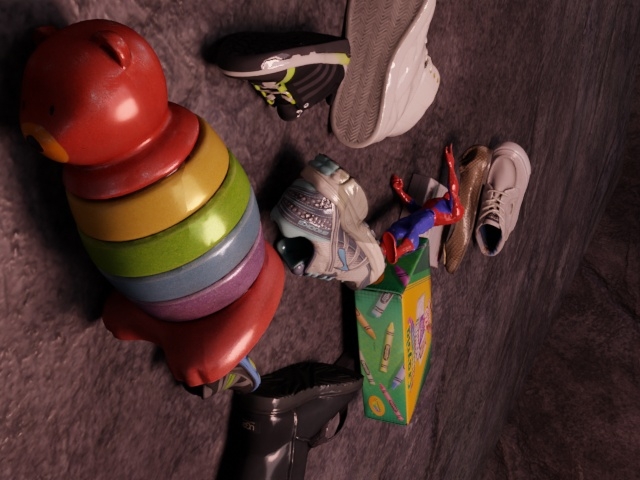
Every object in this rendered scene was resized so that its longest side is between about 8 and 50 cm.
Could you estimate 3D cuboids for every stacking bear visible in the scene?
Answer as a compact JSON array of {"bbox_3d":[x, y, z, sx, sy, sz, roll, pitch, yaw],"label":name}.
[{"bbox_3d":[-0.147,-0.046,0.678,0.164,0.175,0.289,-44,134,-25],"label":"stacking bear"}]

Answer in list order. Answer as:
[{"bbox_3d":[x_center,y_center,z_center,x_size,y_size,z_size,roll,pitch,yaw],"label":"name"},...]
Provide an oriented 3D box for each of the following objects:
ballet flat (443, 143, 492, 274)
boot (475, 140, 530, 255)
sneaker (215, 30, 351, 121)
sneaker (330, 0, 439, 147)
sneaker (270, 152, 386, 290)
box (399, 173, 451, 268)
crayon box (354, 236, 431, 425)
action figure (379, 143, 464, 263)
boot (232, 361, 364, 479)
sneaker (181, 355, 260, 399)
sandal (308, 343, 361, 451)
[{"bbox_3d":[0.258,-0.057,1.484,0.084,0.058,0.250,-67,170,-68],"label":"ballet flat"},{"bbox_3d":[0.390,-0.081,1.744,0.258,0.095,0.123,80,31,-45],"label":"boot"},{"bbox_3d":[-0.030,-0.176,0.896,0.234,0.084,0.097,-24,128,-56],"label":"sneaker"},{"bbox_3d":[0.109,-0.274,1.093,0.169,0.108,0.293,-21,134,-59],"label":"sneaker"},{"bbox_3d":[0.000,0.000,1.074,0.122,0.110,0.283,-41,149,-10],"label":"sneaker"},{"bbox_3d":[0.192,-0.031,1.462,0.186,0.038,0.145,16,91,-63],"label":"box"},{"bbox_3d":[0.127,0.149,1.354,0.165,0.081,0.278,-56,147,-50],"label":"crayon box"},{"bbox_3d":[0.146,-0.063,1.276,0.280,0.091,0.139,-25,102,-52],"label":"action figure"},{"bbox_3d":[-0.040,0.292,1.148,0.246,0.094,0.207,-5,107,-55],"label":"boot"},{"bbox_3d":[-0.125,0.148,0.949,0.078,0.067,0.188,-34,158,-1],"label":"sneaker"},{"bbox_3d":[0.022,0.259,1.293,0.254,0.054,0.097,-48,145,-40],"label":"sandal"}]
